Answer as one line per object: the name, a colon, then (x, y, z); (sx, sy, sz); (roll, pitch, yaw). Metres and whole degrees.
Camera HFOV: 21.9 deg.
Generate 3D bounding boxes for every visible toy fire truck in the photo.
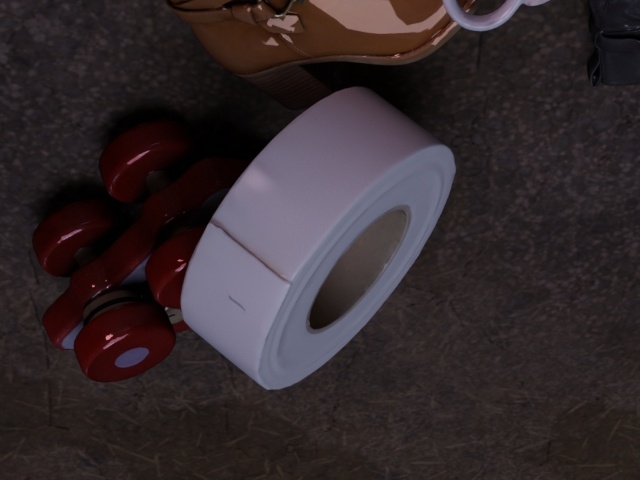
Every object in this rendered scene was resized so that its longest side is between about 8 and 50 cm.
toy fire truck: (-0.132, 0.020, 1.701); (0.254, 0.169, 0.302); (7, 138, -47)

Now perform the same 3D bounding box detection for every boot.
boot: (0.000, -0.246, 1.465); (0.283, 0.109, 0.220); (-24, 136, 30)
boot: (0.346, -0.248, 1.528); (0.263, 0.091, 0.229); (-15, 140, 20)

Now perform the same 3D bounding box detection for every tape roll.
tape roll: (0.000, 0.000, 1.540); (0.286, 0.100, 0.286); (-45, 161, -20)

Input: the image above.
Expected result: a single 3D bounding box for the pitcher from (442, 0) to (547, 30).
pitcher: (0.156, -0.289, 1.382); (0.177, 0.125, 0.207); (-26, 113, 10)
